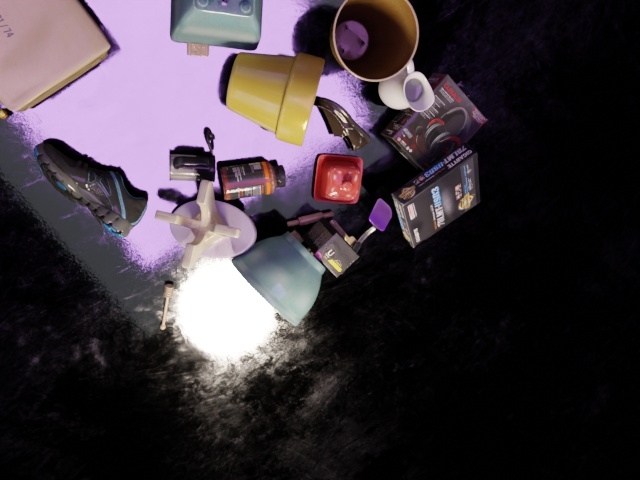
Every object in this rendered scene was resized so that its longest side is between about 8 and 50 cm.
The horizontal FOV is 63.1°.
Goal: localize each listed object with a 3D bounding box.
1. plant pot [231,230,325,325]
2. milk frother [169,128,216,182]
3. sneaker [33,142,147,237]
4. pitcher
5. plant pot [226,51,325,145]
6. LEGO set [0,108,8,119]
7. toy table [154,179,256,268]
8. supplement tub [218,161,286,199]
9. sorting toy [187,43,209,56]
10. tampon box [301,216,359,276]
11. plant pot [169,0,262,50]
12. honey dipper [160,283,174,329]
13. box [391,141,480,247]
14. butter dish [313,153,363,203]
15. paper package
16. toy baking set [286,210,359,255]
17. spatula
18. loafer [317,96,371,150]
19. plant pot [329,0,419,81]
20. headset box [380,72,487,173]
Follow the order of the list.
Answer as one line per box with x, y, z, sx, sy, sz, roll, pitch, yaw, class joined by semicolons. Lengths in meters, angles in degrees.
-0.109;0.096;1.640;0.196;0.293;0.293;-46;114;-2;plant pot
-0.381;-0.253;1.551;0.135;0.129;0.143;0;65;-17;milk frother
-0.659;-0.162;1.500;0.341;0.125;0.139;46;64;-21;sneaker
0.248;-0.484;1.580;0.125;0.207;0.177;-25;113;-7;pitcher
-0.132;-0.423;1.485;0.239;0.254;0.254;15;104;-6;plant pot
-0.839;-0.448;1.362;0.182;0.060;0.244;24;98;-20;LEGO set
-0.340;-0.039;1.526;0.274;0.161;0.252;0;84;10;toy table
-0.208;-0.187;1.608;0.198;0.106;0.106;-9;111;-13;supplement tub
-0.349;-0.570;1.486;0.062;0.012;0.083;-1;109;-18;sorting toy
0.030;0.019;1.686;0.101;0.161;0.120;-43;116;3;tampon box
-0.260;-0.645;1.346;0.247;0.252;0.247;1;104;-16;plant pot
-0.507;0.220;1.705;0.030;0.030;0.160;10;108;-19;honey dipper
0.393;-0.141;1.740;0.293;0.073;0.295;-36;147;-4;box
0.070;-0.187;1.681;0.160;0.118;0.160;2;108;-16;butter dish
-0.743;-0.528;1.280;0.309;0.168;0.325;-40;113;-11;paper package
-0.003;-0.006;1.774;0.256;0.030;0.196;-18;115;-9;toy baking set
0.149;-0.006;1.789;0.084;0.030;0.296;38;86;-26;spatula
0.066;-0.361;1.640;0.220;0.080;0.078;39;94;-24;loafer
0.118;-0.578;1.483;0.237;0.254;0.237;-4;108;-13;plant pot
0.380;-0.385;1.705;0.218;0.110;0.293;40;95;-24;headset box
